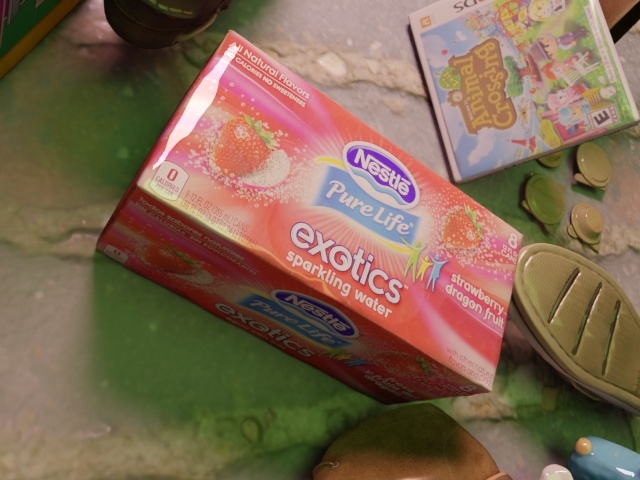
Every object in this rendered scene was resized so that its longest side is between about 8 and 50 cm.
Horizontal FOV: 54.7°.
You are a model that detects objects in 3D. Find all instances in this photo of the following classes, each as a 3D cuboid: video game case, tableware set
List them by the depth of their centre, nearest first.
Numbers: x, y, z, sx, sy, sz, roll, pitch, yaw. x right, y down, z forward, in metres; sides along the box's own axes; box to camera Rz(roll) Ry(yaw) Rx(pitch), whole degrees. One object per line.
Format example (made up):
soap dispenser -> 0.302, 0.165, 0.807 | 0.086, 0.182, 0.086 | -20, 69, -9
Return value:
video game case -> 0.213, -0.191, 0.676 | 0.023, 0.193, 0.213 | 10, 64, -64
tableware set -> 0.315, -0.073, 0.787 | 0.141, 0.020, 0.169 | 25, 64, -19

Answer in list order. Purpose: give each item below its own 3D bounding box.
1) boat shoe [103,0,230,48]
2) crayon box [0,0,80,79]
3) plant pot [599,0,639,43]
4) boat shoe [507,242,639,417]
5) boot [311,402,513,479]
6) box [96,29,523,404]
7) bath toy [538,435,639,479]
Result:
boat shoe -> -0.105, -0.280, 0.543 | 0.132, 0.130, 0.355 | 39, 36, -17
crayon box -> -0.211, -0.188, 0.311 | 0.106, 0.363, 0.313 | 35, 59, -15
plant pot -> 0.286, -0.337, 0.765 | 0.215, 0.215, 0.230 | -36, 79, -34
boat shoe -> 0.286, 0.113, 0.657 | 0.302, 0.103, 0.113 | 37, 72, -16
boot -> 0.010, 0.226, 0.481 | 0.305, 0.112, 0.115 | -16, 52, -29
box -> 0.000, 0.000, 0.504 | 0.299, 0.142, 0.154 | 32, 60, -17
bath toy -> 0.196, 0.323, 0.527 | 0.348, 0.151, 0.129 | -26, 123, -33
